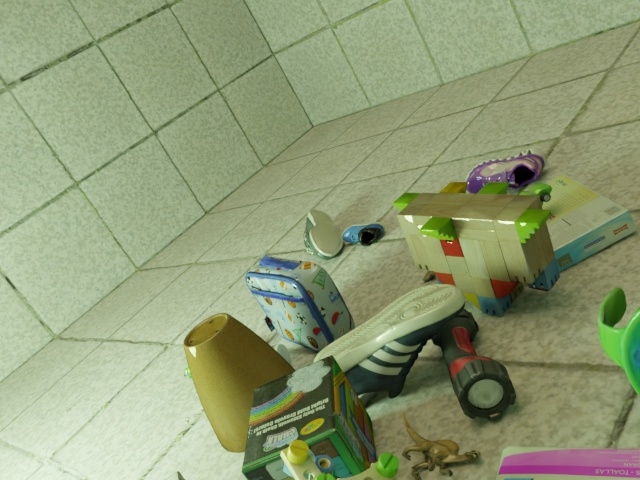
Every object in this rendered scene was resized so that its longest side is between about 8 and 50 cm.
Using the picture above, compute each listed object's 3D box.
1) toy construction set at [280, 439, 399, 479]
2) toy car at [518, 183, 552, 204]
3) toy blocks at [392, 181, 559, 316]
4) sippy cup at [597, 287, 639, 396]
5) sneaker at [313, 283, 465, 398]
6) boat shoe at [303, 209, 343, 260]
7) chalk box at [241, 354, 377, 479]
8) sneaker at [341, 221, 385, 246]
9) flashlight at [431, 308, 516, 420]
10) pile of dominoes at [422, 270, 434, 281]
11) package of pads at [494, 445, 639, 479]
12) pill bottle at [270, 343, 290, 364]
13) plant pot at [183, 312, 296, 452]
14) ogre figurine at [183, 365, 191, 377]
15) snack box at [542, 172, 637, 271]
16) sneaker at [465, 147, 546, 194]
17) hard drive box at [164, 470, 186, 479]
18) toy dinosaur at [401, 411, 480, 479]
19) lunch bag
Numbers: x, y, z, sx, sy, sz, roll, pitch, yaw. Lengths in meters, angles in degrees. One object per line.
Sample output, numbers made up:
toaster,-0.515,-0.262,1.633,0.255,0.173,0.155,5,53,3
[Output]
toy construction set,0.060,0.424,0.855,0.215,0.151,0.327,5,51,-13
toy car,0.449,-0.040,1.498,0.224,0.053,0.239,-60,14,6
toy blocks,0.337,0.036,1.368,0.382,0.260,0.191,6,38,48
sippy cup,0.569,0.121,0.889,0.224,0.305,0.240,-33,-27,-40
sneaker,0.155,0.219,1.288,0.350,0.148,0.131,-33,13,22
boat shoe,0.000,0.000,2.184,0.319,0.116,0.099,-105,33,-63
chalk box,-0.013,0.374,1.128,0.180,0.179,0.289,-25,21,11
sneaker,0.124,-0.015,2.050,0.152,0.058,0.084,-10,18,29
flashlight,0.282,0.214,1.228,0.103,0.103,0.304,-57,8,17
pile of dominoes,0.372,-0.005,1.668,0.196,0.040,0.251,-45,6,44
package of pads,0.338,0.361,0.774,0.297,0.101,0.229,-15,24,38
pill bottle,-0.141,0.306,1.630,0.120,0.067,0.067,-22,21,21
plant pot,-0.188,0.296,1.449,0.237,0.254,0.237,-26,21,11
ogre figurine,-0.288,0.326,1.766,0.197,0.096,0.118,-3,12,24
snack box,0.562,-0.051,1.517,0.187,0.060,0.322,-30,20,6
sneaker,0.525,-0.183,1.855,0.237,0.095,0.104,-18,30,27
hard drive box,-0.333,0.575,1.217,0.232,0.089,0.181,-33,20,-8
toy dinosaur,0.185,0.358,1.099,0.093,0.053,0.183,-24,21,-34
lunch bag,-0.064,0.151,1.637,0.115,0.243,0.303,-40,23,-27
